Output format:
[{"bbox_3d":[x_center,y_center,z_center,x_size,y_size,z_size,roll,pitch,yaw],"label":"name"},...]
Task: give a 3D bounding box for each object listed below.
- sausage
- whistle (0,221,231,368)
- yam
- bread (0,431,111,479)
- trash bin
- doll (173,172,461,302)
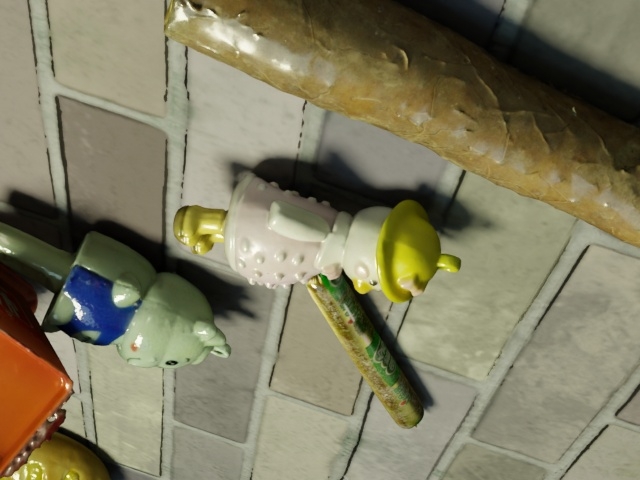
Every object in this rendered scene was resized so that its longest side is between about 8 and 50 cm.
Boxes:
[{"bbox_3d":[0.041,0.096,1.073,0.033,0.033,0.269,2,145,28],"label":"sausage"},{"bbox_3d":[-0.187,0.049,1.074,0.244,0.092,0.110,27,160,-14],"label":"whistle"},{"bbox_3d":[0.078,-0.082,0.720,0.356,0.081,0.081,24,150,-7],"label":"yam"},{"bbox_3d":[-0.369,0.310,1.597,0.213,0.105,0.213,12,150,7],"label":"bread"},{"bbox_3d":[-0.333,0.107,1.088,0.161,0.184,0.238,44,175,-35],"label":"trash bin"},{"bbox_3d":[0.000,0.000,0.898,0.207,0.081,0.129,9,167,15],"label":"doll"}]
